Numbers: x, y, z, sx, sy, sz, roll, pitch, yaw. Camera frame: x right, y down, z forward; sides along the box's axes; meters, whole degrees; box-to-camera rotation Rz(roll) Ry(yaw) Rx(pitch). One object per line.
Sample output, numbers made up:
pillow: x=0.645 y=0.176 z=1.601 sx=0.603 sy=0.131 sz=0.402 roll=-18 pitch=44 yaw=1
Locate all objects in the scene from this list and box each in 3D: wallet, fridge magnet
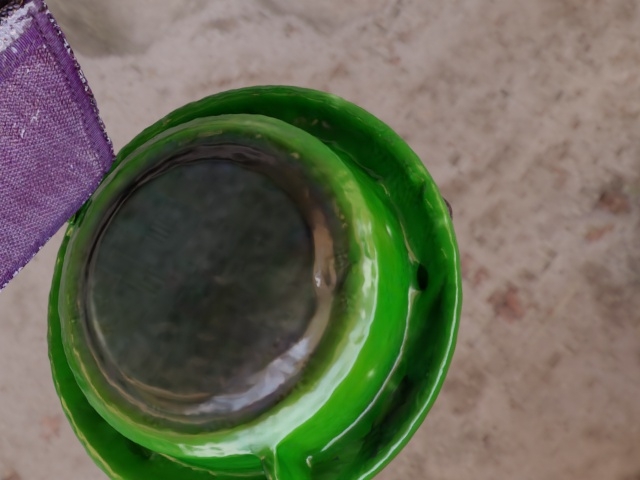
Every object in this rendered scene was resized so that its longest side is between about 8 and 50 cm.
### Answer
wallet: x=-0.155 y=-0.016 z=0.668 sx=0.166 sy=0.030 sz=0.111 roll=-49 pitch=137 yaw=-24
fridge magnet: x=-0.037 y=0.026 z=0.740 sx=0.208 sy=0.208 sz=0.088 roll=-52 pitch=154 yaw=2

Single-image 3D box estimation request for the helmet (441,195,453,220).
helmet: x=-0.010 y=0.012 z=1.055 sx=0.153 sy=0.177 sz=0.107 roll=95 pitch=8 yaw=-61
